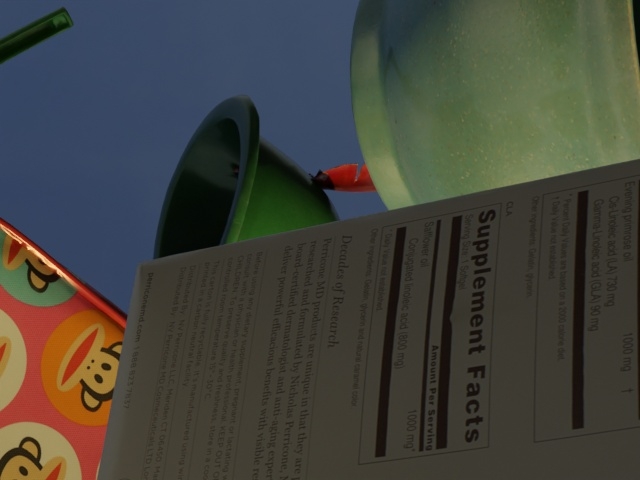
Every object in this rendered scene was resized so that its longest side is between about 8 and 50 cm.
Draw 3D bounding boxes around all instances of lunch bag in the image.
[{"bbox_3d":[-0.204,0.145,0.978,0.258,0.120,0.293,41,-110,-26],"label":"lunch bag"}]

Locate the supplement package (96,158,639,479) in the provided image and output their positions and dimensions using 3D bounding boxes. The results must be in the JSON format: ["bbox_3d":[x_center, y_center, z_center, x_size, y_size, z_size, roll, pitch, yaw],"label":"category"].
[{"bbox_3d":[0.066,0.074,0.601,0.139,0.244,0.133,51,-144,-46],"label":"supplement package"}]

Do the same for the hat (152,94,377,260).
[{"bbox_3d":[0.000,0.000,1.300,0.184,0.208,0.173,16,-102,-21],"label":"hat"}]

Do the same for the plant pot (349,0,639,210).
[{"bbox_3d":[0.140,-0.088,0.979,0.293,0.196,0.293,14,-107,-55],"label":"plant pot"}]

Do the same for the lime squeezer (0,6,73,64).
[{"bbox_3d":[-0.289,-0.057,1.154,0.059,0.110,0.310,54,-124,-22],"label":"lime squeezer"}]
